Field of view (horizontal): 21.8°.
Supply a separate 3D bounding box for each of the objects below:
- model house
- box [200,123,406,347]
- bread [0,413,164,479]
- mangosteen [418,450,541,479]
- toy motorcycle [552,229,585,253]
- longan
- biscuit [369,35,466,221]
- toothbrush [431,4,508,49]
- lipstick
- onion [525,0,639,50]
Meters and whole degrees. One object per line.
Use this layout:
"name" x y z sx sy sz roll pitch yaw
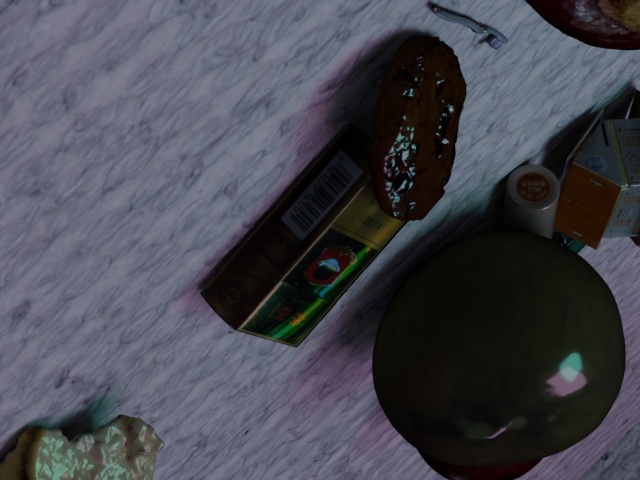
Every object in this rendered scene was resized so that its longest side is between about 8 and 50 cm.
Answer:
"model house" 0.364 -0.077 2.190 0.135 0.207 0.219 -4 150 -8
"box" 0.000 0.000 1.767 0.240 0.071 0.159 -49 158 9
"bread" -0.240 0.325 1.750 0.183 0.211 0.224 -11 147 -41
"mangosteen" 0.207 0.222 2.361 0.261 0.235 0.235 30 111 -22
"toy motorcycle" 0.343 0.023 2.390 0.100 0.058 0.173 -43 159 -21
"longan" 0.222 0.138 2.088 0.319 0.319 0.319 -36 156 -19
"biscuit" 0.100 -0.111 1.676 0.192 0.049 0.192 -30 124 -57
"toothbrush" 0.153 -0.221 1.715 0.019 0.013 0.193 -42 159 18
"lipstick" 0.271 -0.006 2.202 0.070 0.070 0.254 -37 156 -17
"onion" 0.262 -0.295 1.543 0.207 0.216 0.206 -24 140 37
